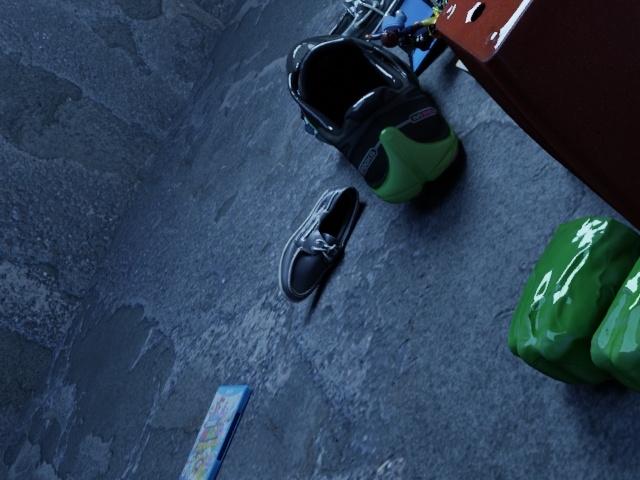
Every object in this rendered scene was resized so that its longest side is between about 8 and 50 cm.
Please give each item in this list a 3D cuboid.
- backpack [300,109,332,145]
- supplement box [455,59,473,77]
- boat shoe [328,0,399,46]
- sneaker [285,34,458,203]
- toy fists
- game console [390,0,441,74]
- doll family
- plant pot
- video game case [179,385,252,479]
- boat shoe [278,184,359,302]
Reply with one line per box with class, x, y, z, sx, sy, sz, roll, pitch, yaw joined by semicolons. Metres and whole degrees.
backpack;0.038;-0.218;1.705;0.114;0.105;0.084;-44;48;32
supplement box;0.232;-0.251;1.376;0.062;0.036;0.098;-57;20;9
boat shoe;0.086;-0.435;1.873;0.306;0.105;0.113;-54;21;17
sneaker;0.050;-0.233;1.470;0.185;0.202;0.483;-40;31;1
toy fists;0.256;0.059;0.823;0.142;0.096;0.279;-55;17;-15
game console;0.153;-0.347;1.626;0.071;0.107;0.122;-41;-10;-48
doll family;0.164;-0.324;1.493;0.193;0.076;0.111;-23;29;21
plant pot;0.268;-0.198;0.933;0.267;0.235;0.267;-55;21;14
video game case;-0.169;0.311;1.595;0.119;0.015;0.166;-17;46;62
boat shoe;0.000;0.000;1.534;0.206;0.075;0.065;-62;17;-20
